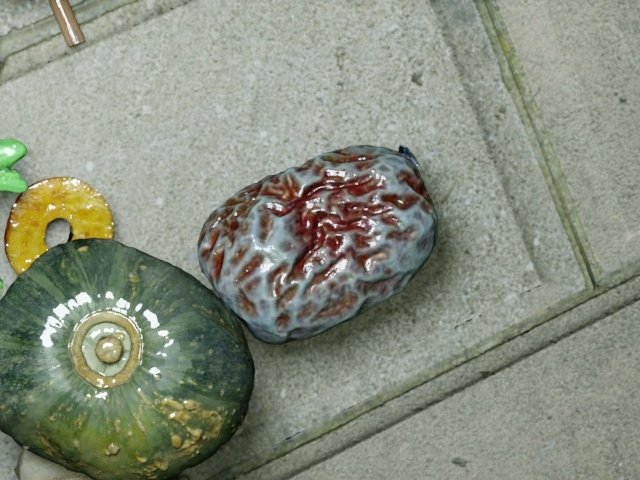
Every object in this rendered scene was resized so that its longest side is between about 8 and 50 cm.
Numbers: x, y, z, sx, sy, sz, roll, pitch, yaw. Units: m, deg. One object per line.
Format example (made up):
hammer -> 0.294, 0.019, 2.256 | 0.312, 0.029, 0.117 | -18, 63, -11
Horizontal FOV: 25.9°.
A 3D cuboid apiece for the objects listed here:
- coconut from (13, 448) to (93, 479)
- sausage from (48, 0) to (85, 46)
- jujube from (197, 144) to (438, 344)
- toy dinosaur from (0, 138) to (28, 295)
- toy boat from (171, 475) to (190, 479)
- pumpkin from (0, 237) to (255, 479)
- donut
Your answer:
coconut -> -0.349, 0.297, 1.842 | 0.125, 0.110, 0.110 | -9, 102, 11
sausage -> -0.337, -0.306, 1.797 | 0.026, 0.026, 0.116 | -24, 103, -10
jujube -> 0.000, 0.000, 1.836 | 0.317, 0.226, 0.226 | -29, 104, -11
toy dinosaur -> -0.616, 0.039, 1.694 | 0.500, 0.144, 0.374 | 4, 99, -3
toy boat -> -0.265, 0.356, 1.893 | 0.185, 0.071, 0.089 | -21, 62, -11
pumpkin -> -0.248, 0.159, 1.725 | 0.328, 0.257, 0.291 | 34, 87, -1
donut -> -0.342, -0.012, 1.823 | 0.152, 0.058, 0.151 | -2, 100, -14
